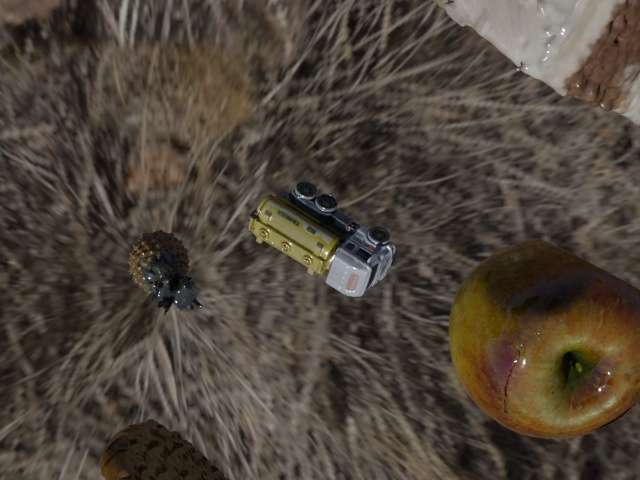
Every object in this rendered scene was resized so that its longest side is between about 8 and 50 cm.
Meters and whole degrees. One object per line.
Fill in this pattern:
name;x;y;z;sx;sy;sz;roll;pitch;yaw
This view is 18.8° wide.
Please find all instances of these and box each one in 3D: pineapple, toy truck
pineapple;-0.130;0.027;1.639;0.058;0.124;0.058;-3;101;-14
toy truck;0.000;0.000;1.705;0.123;0.052;0.063;32;47;13

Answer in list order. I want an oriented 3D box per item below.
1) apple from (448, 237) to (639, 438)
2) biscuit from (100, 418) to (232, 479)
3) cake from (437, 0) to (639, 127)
apple;0.181;0.070;1.525;0.163;0.147;0.146;-40;115;12
biscuit;-0.061;0.185;1.089;0.027;0.188;0.188;-35;92;11
cake;0.134;-0.141;0.965;0.135;0.147;0.134;45;118;34
